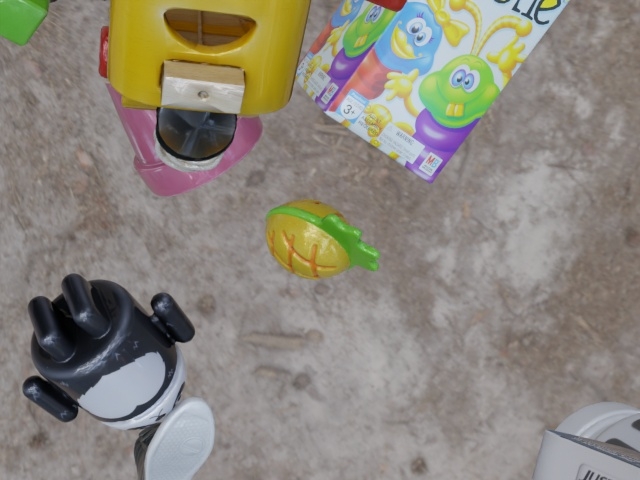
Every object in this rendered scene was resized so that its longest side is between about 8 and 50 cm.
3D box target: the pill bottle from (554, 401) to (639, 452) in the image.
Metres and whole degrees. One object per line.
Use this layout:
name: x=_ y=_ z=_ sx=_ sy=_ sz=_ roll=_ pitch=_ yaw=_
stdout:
pill bottle: x=0.385 y=0.296 z=0.952 sx=0.210 sy=0.363 sz=0.210 roll=-2 pitch=97 yaw=-14

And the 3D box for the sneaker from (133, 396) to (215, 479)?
sneaker: x=-0.254 y=0.334 z=1.547 sx=0.105 sy=0.147 sz=0.295 roll=4 pitch=126 yaw=-23

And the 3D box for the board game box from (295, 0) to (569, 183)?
board game box: x=0.119 y=-0.222 z=0.925 sx=0.144 sy=0.142 sz=0.275 roll=30 pitch=103 yaw=-26

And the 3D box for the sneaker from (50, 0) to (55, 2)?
sneaker: x=-0.278 y=-0.291 z=1.027 sx=0.118 sy=0.222 sz=0.083 roll=24 pitch=88 yaw=-7

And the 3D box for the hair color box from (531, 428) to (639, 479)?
hair color box: x=0.205 y=0.330 z=0.659 sx=0.105 sy=0.174 sz=0.347 roll=16 pitch=87 yaw=-24

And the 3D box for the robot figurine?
robot figurine: x=-0.312 y=0.170 z=1.375 sx=0.278 sy=0.209 sz=0.173 roll=59 pitch=35 yaw=-47

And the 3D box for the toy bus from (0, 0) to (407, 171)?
toy bus: x=-0.055 y=-0.102 z=0.435 sx=0.191 sy=0.104 sz=0.202 roll=-30 pitch=131 yaw=19

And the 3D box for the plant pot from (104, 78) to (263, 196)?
plant pot: x=-0.212 y=-0.192 z=1.355 sx=0.201 sy=0.201 sz=0.180 roll=-37 pitch=119 yaw=-9

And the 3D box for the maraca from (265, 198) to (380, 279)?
maraca: x=0.000 y=0.000 z=1.206 sx=0.127 sy=0.186 sz=0.099 roll=45 pitch=65 yaw=-33
